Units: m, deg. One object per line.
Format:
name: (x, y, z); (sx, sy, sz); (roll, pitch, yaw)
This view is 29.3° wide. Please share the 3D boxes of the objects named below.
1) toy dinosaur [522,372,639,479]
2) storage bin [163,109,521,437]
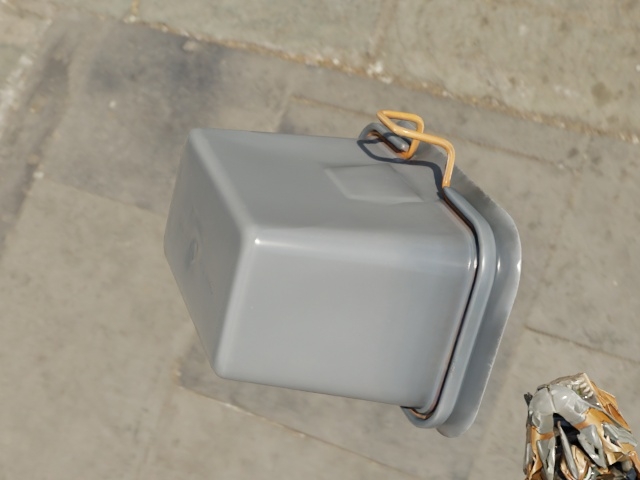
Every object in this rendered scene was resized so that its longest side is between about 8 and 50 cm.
toy dinosaur: (0.177, 0.232, 0.648); (0.164, 0.218, 0.322); (-39, 76, 13)
storage bin: (0.000, 0.000, 0.445); (0.135, 0.091, 0.098); (-126, 47, -60)
